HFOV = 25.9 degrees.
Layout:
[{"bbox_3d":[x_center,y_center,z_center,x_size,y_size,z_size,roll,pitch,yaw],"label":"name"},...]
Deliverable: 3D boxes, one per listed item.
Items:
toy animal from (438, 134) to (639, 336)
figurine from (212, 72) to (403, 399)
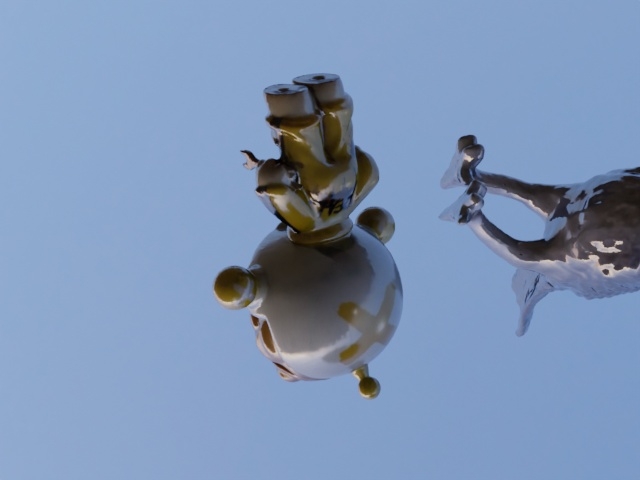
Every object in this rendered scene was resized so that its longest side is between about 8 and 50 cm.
[{"bbox_3d":[0.165,-0.004,0.921,0.367,0.206,0.081,-23,-128,59],"label":"toy animal"},{"bbox_3d":[0.003,-0.003,0.638,0.068,0.101,0.143,16,-84,45],"label":"figurine"}]
